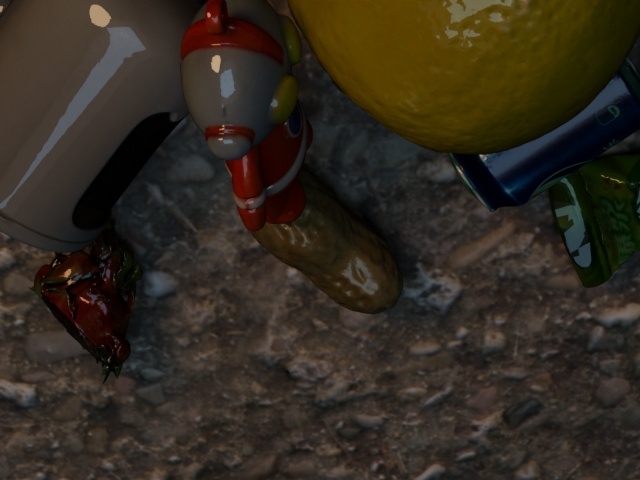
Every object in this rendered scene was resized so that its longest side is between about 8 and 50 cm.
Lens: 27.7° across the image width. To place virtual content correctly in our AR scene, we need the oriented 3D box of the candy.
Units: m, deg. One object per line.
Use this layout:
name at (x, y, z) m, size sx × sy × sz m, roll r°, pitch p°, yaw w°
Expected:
candy at (0.376, -0.047, 1.393) m, size 0.246 × 0.069 × 0.149 m, roll -16°, pitch 109°, yaw 16°

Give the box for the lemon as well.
lemon at (0.137, -0.246, 1.161) m, size 0.348 × 0.348 × 0.348 m, roll 1°, pitch 116°, yaw 2°

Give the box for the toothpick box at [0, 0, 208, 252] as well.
toothpick box at (-0.233, -0.171, 1.282) m, size 0.229 × 0.229 × 0.316 m, roll 37°, pitch 109°, yaw -14°

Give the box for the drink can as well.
drink can at (0.234, -0.122, 1.335) m, size 0.205 × 0.118 × 0.118 m, roll -33°, pitch 110°, yaw 18°

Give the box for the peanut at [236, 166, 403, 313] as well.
peanut at (0.000, 0.000, 1.410) m, size 0.226 × 0.108 × 0.095 m, roll 42°, pitch 105°, yaw -18°

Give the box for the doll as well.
doll at (-0.059, -0.131, 1.200) m, size 0.105 × 0.199 × 0.336 m, roll 3°, pitch 159°, yaw 11°

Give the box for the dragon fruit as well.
dragon fruit at (-0.254, 0.065, 1.447) m, size 0.138 × 0.142 × 0.175 m, roll 29°, pitch 95°, yaw 26°
